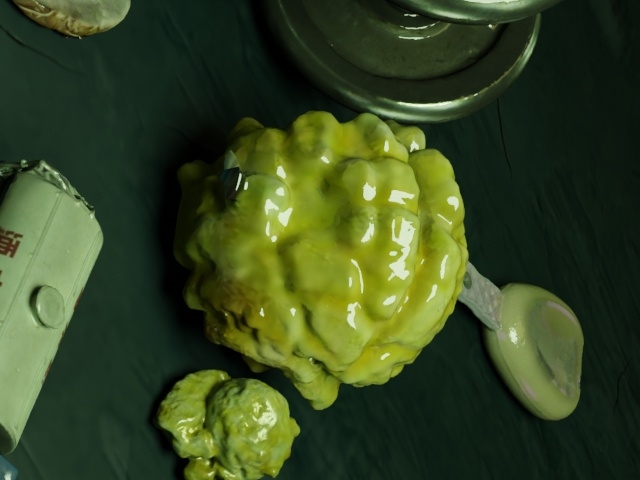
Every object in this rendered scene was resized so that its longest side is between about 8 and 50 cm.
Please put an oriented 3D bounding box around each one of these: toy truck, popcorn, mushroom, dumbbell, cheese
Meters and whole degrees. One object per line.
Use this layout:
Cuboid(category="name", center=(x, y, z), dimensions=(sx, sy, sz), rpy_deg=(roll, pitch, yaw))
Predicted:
Cuboid(category="toy truck", center=(-0.160, 0.053, 0.802), dimensions=(0.074, 0.088, 0.201), rpy_deg=(53, 43, -39))
Cuboid(category="popcorn", center=(-0.003, 0.001, 1.005), dimensions=(0.142, 0.174, 0.173), rpy_deg=(-36, 113, -63))
Cuboid(category="mushroom", center=(-0.136, -0.134, 0.946), dimensions=(0.101, 0.019, 0.049), rpy_deg=(6, 77, -57))
Cuboid(category="popcorn", center=(-0.052, 0.102, 0.988), dimensions=(0.083, 0.068, 0.059), rpy_deg=(21, 31, -13))
Cuboid(category="dumbbell", center=(0.065, -0.186, 1.065), dimensions=(0.290, 0.192, 0.192), rpy_deg=(118, -21, -67))
Cuboid(category="cheese", center=(0.138, 0.061, 1.307), dimensions=(0.192, 0.037, 0.097), rpy_deg=(39, 50, -45))
